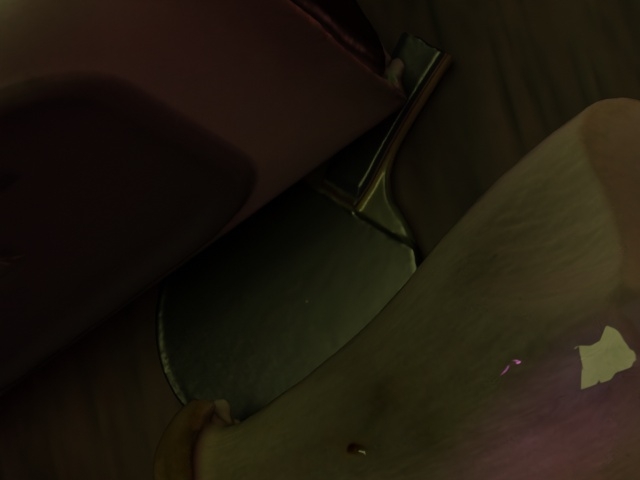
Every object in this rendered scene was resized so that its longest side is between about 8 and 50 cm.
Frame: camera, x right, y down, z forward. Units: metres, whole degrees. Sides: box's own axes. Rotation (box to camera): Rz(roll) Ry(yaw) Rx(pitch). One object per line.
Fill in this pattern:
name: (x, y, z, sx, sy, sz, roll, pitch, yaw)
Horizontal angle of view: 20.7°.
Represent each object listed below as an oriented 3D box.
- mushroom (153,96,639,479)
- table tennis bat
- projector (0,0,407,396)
mushroom: (0.052, 0.054, 0.556, 0.225, 0.093, 0.116, -40, 61, 19)
table tennis bat: (0.000, 0.000, 0.617, 0.095, 0.014, 0.158, 31, 94, 21)
projector: (-0.155, -0.086, 0.554, 0.249, 0.248, 0.249, -36, 67, 12)
